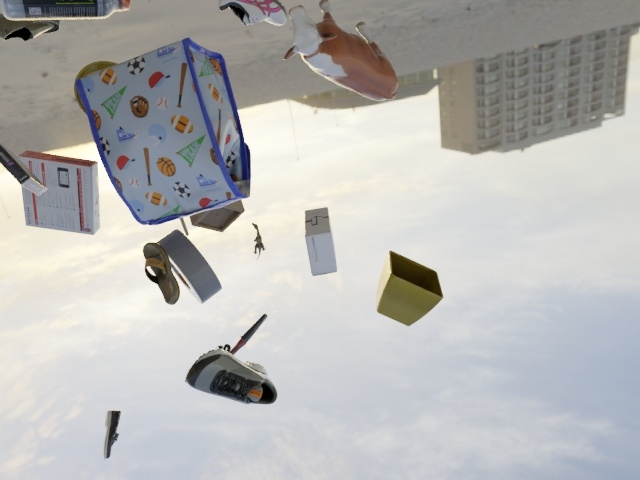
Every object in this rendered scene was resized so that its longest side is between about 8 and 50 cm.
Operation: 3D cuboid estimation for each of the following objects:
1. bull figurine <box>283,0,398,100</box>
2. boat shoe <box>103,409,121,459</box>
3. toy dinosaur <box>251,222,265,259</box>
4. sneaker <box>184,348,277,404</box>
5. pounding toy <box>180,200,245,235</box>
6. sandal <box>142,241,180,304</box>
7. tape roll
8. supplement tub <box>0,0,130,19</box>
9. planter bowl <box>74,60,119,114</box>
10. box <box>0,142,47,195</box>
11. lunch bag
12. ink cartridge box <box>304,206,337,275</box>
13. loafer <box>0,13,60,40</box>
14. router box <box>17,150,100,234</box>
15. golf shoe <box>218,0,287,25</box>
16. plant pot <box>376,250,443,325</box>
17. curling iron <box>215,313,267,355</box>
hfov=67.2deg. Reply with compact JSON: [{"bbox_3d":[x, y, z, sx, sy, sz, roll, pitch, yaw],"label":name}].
[{"bbox_3d":[0.036,-0.386,0.973,0.310,0.188,0.101,19,138,-41],"label":"bull figurine"},{"bbox_3d":[-0.565,0.524,1.305,0.038,0.125,0.046,11,147,-31],"label":"boat shoe"},{"bbox_3d":[-0.249,0.017,1.962,0.053,0.183,0.092,-3,-151,-4],"label":"toy dinosaur"},{"bbox_3d":[-0.204,0.338,1.161,0.108,0.100,0.271,29,180,44],"label":"sneaker"},{"bbox_3d":[-0.386,-0.099,1.553,0.181,0.094,0.206,-39,148,27],"label":"pounding toy"},{"bbox_3d":[-0.385,0.075,1.135,0.049,0.072,0.180,-1,-129,-47],"label":"sandal"},{"bbox_3d":[-0.374,0.074,1.368,0.072,0.219,0.219,-38,-148,-21],"label":"tape roll"},{"bbox_3d":[-0.687,-0.693,1.280,0.316,0.193,0.193,-15,-158,-28],"label":"supplement tub"},{"bbox_3d":[-0.699,-0.470,1.593,0.217,0.217,0.090,-23,-172,-32],"label":"planter bowl"},{"bbox_3d":[-0.674,-0.162,1.068,0.029,0.116,0.162,-42,-170,-15],"label":"box"},{"bbox_3d":[-0.369,-0.252,1.220,0.328,0.385,0.239,-14,-175,18],"label":"lunch bag"},{"bbox_3d":[0.000,0.000,1.552,0.086,0.148,0.203,-9,-154,2],"label":"ink cartridge box"},{"bbox_3d":[-1.052,-0.758,1.732,0.094,0.087,0.251,-27,-175,44],"label":"loafer"},{"bbox_3d":[-1.143,-0.206,2.124,0.301,0.335,0.082,9,-153,-6],"label":"router box"},{"bbox_3d":[-0.153,-0.515,1.074,0.067,0.086,0.186,16,-174,43],"label":"golf shoe"},{"bbox_3d":[0.318,0.197,1.839,0.212,0.187,0.212,24,-157,-5],"label":"plant pot"},{"bbox_3d":[-0.289,0.353,1.745,0.274,0.068,0.035,-42,163,20],"label":"curling iron"}]
